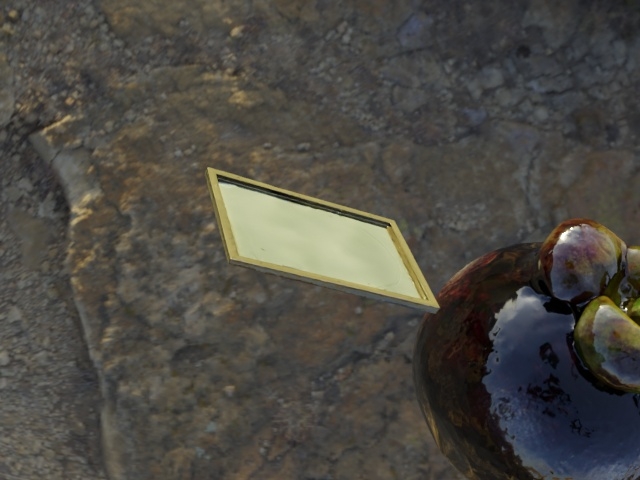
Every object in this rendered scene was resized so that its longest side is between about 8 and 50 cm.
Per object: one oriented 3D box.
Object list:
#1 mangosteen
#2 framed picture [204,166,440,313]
[{"bbox_3d":[0.236,0.122,0.947,0.297,0.297,0.313,-36,135,-29],"label":"mangosteen"},{"bbox_3d":[0.000,0.000,0.810,0.201,0.010,0.136,14,31,-26],"label":"framed picture"}]
